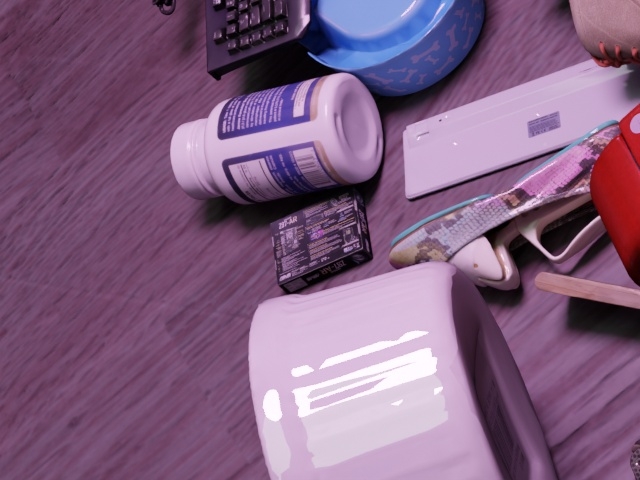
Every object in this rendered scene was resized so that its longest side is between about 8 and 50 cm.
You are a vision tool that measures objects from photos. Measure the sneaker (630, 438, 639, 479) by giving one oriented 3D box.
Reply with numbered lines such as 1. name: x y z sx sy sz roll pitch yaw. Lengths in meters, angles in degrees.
1. sneaker: 0.235 0.214 1.228 0.130 0.087 0.227 26 74 44

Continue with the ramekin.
1. ramekin: 0.069 0.147 1.263 0.135 0.277 0.277 -21 51 13

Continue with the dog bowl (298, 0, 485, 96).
1. dog bowl: 0.030 -0.230 1.670 0.166 0.074 0.297 -48 46 -2

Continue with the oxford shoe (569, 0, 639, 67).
1. oxford shoe: 0.275 -0.165 1.435 0.130 0.123 0.348 -47 47 12

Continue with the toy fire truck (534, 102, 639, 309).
1. toy fire truck: 0.246 -0.002 1.288 0.246 0.217 0.158 -42 45 25

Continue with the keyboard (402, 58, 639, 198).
1. keyboard: 0.181 -0.101 1.525 0.256 0.014 0.072 -19 57 24

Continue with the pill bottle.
1. pill bottle: -0.040 -0.082 1.605 0.169 0.094 0.094 -10 56 30

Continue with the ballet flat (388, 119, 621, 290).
1. ballet flat: 0.156 -0.011 1.446 0.221 0.077 0.079 -28 68 16

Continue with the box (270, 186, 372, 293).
1. box: 0.000 0.000 1.575 0.083 0.018 0.067 -24 50 20

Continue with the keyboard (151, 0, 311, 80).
1. keyboard: -0.091 -0.296 1.703 0.201 0.033 0.317 -21 62 38
